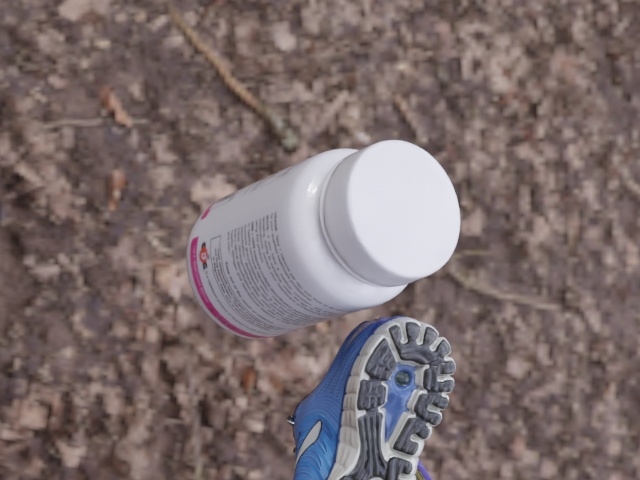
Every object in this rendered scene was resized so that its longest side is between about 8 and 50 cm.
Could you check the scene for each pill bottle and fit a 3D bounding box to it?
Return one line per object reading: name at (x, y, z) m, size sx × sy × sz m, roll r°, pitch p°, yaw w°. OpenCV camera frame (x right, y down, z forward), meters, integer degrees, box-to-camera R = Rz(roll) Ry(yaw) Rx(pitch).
pill bottle at (0.000, 0.000, 1.570) m, size 0.160 × 0.283 × 0.160 m, roll 10°, pitch 72°, yaw -33°

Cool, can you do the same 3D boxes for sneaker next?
sneaker at (0.032, 0.231, 1.568) m, size 0.129 × 0.147 × 0.330 m, roll 21°, pitch 89°, yaw -20°

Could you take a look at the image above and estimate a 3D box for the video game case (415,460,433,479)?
video game case at (0.051, 0.375, 1.779) m, size 0.244 × 0.269 × 0.061 m, roll -34°, pitch 105°, yaw -2°
